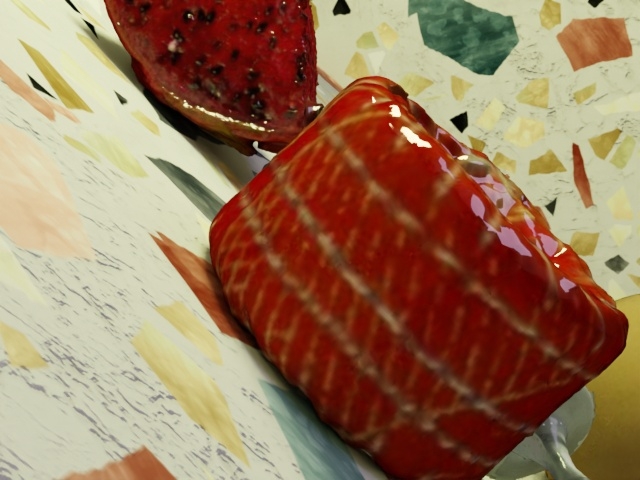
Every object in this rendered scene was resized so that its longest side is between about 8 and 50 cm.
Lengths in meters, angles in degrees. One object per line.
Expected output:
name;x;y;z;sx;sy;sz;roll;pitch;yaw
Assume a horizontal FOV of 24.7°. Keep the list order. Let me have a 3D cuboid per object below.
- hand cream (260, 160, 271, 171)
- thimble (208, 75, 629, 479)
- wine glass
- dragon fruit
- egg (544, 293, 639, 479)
hand cream;0.000;0.000;1.612;0.088;0.055;0.256;46;8;-50
thimble;0.087;0.039;1.286;0.350;0.230;0.350;44;10;-10
wine glass;0.247;0.256;1.307;0.143;0.143;0.321;38;11;-34
dragon fruit;-0.061;-0.226;1.749;0.302;0.240;0.330;58;18;10
egg;0.391;0.205;1.620;0.301;0.301;0.374;43;8;-10
